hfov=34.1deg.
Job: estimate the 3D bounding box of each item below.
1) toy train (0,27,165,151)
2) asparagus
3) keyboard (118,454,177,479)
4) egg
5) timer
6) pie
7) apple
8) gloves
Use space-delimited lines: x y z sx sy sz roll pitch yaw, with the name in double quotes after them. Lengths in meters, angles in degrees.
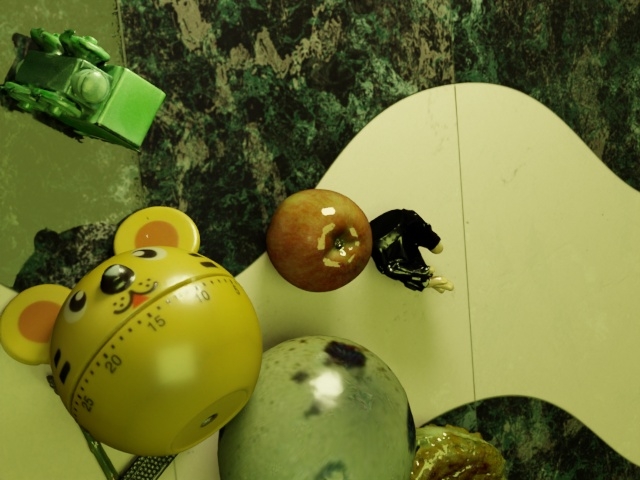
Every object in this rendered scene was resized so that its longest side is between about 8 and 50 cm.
-0.372 -0.235 1.625 0.188 0.243 0.132 32 81 -43 "toy train"
-0.406 0.330 1.801 0.024 0.025 0.248 -24 110 2 "asparagus"
-0.281 0.374 1.868 0.204 0.013 0.061 -50 123 -18 "keyboard"
-0.007 0.363 1.804 0.345 0.428 0.345 3 130 4 "egg"
-0.291 0.147 1.687 0.376 0.376 0.387 -35 69 -19 "timer"
0.253 0.521 2.131 0.355 0.103 0.288 22 93 -30 "pie"
0.000 0.000 1.883 0.188 0.174 0.188 -2 95 -27 "apple"
0.178 0.035 2.009 0.164 0.124 0.203 -52 125 -35 "gloves"
